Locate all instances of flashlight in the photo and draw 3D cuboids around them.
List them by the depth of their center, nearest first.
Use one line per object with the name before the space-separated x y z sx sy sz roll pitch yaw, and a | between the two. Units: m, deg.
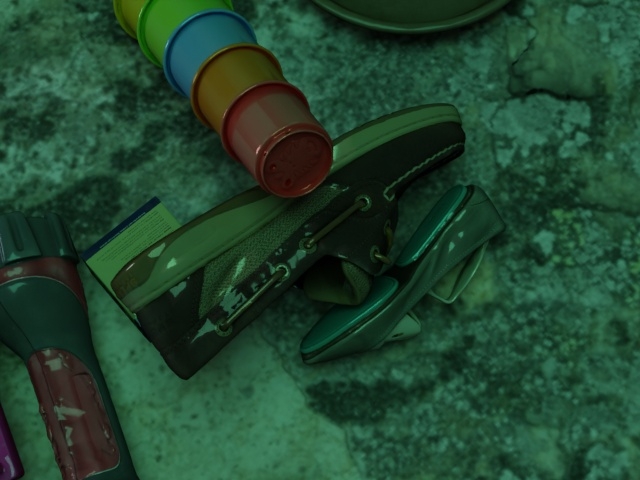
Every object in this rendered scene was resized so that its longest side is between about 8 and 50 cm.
flashlight | -0.209 0.127 1.006 0.103 0.103 0.304 -12 67 -24

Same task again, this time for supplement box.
supplement box | -0.143 0.025 1.068 0.083 0.056 0.083 -40 75 -11

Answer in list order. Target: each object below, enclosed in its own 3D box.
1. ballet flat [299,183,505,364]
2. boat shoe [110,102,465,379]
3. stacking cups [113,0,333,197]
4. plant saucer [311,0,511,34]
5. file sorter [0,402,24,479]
ballet flat | 0.076 0.043 1.056 0.213 0.072 0.068 -45 107 -10
boat shoe | 0.000 0.000 1.025 0.342 0.123 0.123 -30 86 -30
stacking cups | -0.075 -0.145 1.025 0.096 0.096 0.316 -31 41 -9
plant saucer | 0.083 -0.313 1.188 0.278 0.041 0.278 0 71 0
file sorter | -0.414 0.139 0.927 0.290 0.182 0.202 -23 81 5
